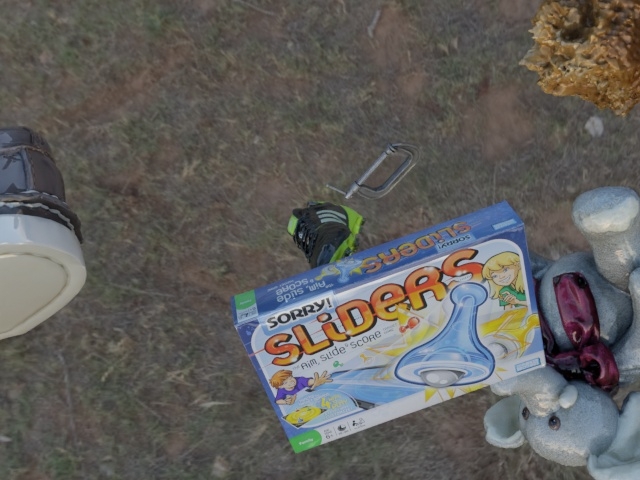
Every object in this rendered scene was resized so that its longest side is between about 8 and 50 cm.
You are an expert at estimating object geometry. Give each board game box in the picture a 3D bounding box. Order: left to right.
[{"bbox_3d":[0.054,0.066,0.515,0.201,0.136,0.035,-20,33,0],"label":"board game box"}]

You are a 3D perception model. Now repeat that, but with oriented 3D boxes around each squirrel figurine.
[{"bbox_3d":[0.456,-0.229,0.856,0.397,0.370,0.281,21,45,16],"label":"squirrel figurine"}]

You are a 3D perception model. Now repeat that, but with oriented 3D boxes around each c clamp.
[{"bbox_3d":[0.109,-0.127,1.331,0.161,0.137,0.022,-43,50,19],"label":"c clamp"}]

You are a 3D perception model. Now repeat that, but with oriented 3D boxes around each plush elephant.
[{"bbox_3d":[0.290,0.142,0.852,0.272,0.330,0.255,-11,41,53],"label":"plush elephant"}]

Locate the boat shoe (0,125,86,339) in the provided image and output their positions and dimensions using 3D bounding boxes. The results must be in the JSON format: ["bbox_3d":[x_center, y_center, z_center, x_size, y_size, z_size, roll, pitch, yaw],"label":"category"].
[{"bbox_3d":[-0.285,0.042,0.461,0.324,0.117,0.096,-30,61,21],"label":"boat shoe"}]

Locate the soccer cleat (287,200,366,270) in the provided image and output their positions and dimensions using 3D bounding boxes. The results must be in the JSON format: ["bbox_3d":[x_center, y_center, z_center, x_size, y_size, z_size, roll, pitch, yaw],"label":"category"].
[{"bbox_3d":[0.000,0.000,0.686,0.072,0.179,0.060,19,106,2],"label":"soccer cleat"}]
